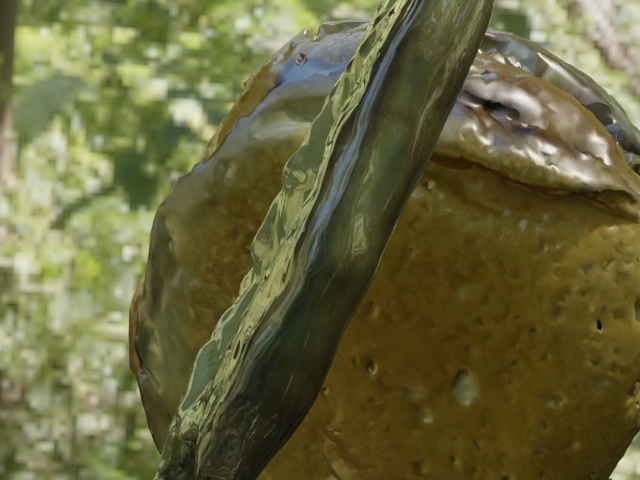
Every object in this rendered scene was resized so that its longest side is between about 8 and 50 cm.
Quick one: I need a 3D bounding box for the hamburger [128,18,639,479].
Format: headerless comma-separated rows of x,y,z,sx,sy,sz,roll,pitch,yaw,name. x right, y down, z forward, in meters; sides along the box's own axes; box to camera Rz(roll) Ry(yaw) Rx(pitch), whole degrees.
0.040,0.021,0.854,0.244,0.244,0.163,5,10,0,hamburger

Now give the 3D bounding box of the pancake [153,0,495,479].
0.000,0.000,0.492,0.029,0.212,0.235,26,-27,1,pancake
